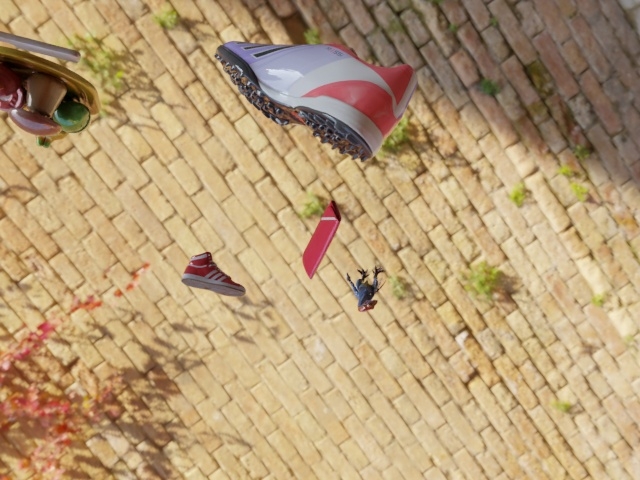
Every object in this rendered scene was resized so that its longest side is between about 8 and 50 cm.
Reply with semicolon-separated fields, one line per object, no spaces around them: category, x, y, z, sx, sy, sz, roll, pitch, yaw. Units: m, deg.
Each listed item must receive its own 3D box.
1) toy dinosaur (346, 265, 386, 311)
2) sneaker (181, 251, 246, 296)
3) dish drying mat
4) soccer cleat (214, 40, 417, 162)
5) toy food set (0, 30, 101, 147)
toy dinosaur;0.064;0.070;0.869;0.090;0.047;0.082;73;-157;-46
sneaker;-0.188;0.060;1.218;0.118;0.067;0.042;15;148;-5
dish drying mat;0.000;0.000;0.667;0.008;0.083;0.032;4;-136;-28
soccer cleat;-0.015;-0.205;0.847;0.318;0.116;0.108;34;171;41
toy food set;-0.305;-0.143;0.695;0.128;0.071;0.218;15;172;-11
